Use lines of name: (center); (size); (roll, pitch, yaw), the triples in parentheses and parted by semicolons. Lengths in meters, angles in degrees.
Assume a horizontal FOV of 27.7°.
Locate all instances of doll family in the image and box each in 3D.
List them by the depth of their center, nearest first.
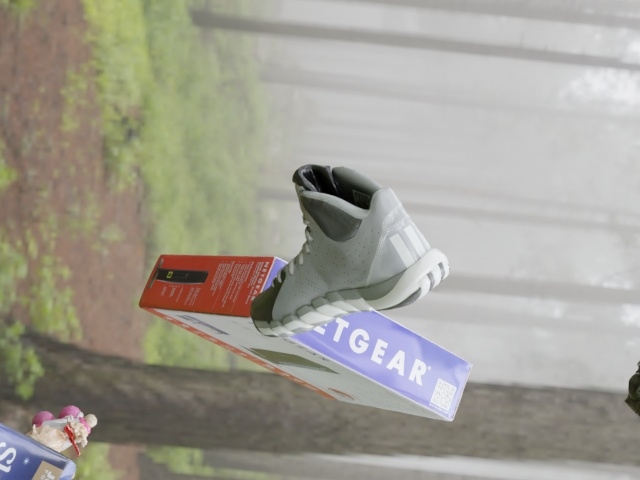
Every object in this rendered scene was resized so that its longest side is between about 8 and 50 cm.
doll family: (-0.340, 0.248, 1.281); (0.163, 0.263, 0.118); (-130, -152, -87)

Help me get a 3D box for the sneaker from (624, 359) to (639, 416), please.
sneaker: (0.334, 0.088, 1.231); (0.087, 0.130, 0.227); (-42, 109, -82)

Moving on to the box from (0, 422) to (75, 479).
box: (-0.301, 0.214, 1.090); (0.225, 0.037, 0.136); (41, 73, -47)

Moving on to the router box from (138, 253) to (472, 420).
router box: (-0.024, 0.122, 1.693); (0.301, 0.335, 0.082); (0, -115, 57)

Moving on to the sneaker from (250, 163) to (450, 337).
sneaker: (0.000, 0.000, 1.102); (0.086, 0.229, 0.132); (-39, 104, -42)
